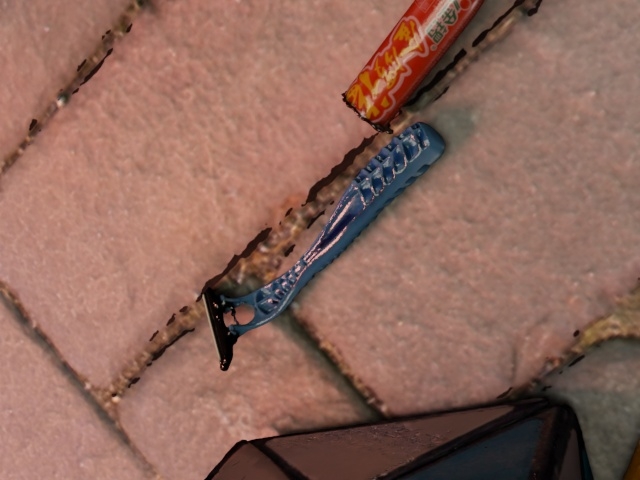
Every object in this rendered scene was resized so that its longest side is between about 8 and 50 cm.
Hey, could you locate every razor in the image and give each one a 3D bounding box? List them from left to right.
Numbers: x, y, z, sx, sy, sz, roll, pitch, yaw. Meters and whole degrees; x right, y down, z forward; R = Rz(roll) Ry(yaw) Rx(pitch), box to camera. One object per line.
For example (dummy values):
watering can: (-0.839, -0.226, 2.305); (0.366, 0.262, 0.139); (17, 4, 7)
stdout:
razor: (0.000, 0.000, 0.744); (0.253, 0.042, 0.082); (-44, 44, 23)

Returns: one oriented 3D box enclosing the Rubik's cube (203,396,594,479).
Rubik's cube: (0.053, 0.309, 0.658); (0.305, 0.307, 0.310); (-15, 96, 26)

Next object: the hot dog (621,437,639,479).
hot dog: (0.264, 0.152, 0.669); (0.072, 0.055, 0.188); (20, 108, 14)

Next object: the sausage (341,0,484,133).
sausage: (0.075, -0.146, 0.675); (0.145, 0.048, 0.050); (-50, 45, 22)
